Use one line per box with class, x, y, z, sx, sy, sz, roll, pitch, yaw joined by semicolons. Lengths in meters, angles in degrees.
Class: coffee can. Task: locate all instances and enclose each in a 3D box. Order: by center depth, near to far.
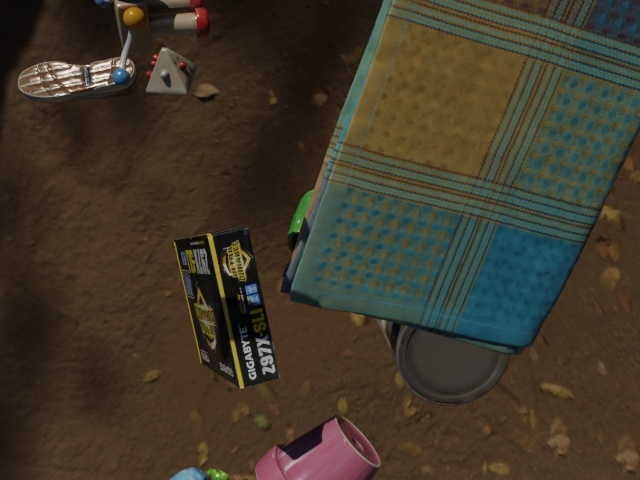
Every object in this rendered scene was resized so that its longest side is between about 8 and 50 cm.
coffee can;0.214;0.156;1.463;0.201;0.275;0.202;-2;106;-6

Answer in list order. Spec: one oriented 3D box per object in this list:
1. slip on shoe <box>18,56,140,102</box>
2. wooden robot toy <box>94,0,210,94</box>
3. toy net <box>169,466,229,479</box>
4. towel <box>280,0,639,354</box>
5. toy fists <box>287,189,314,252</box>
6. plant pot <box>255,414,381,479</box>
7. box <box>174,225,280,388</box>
slip on shoe;-0.277;-0.181;0.903;0.135;0.041;0.052;-11;70;-2
wooden robot toy;-0.123;-0.182;0.543;0.076;0.079;0.173;-16;55;-9
toy net;-0.114;0.396;1.119;0.232;0.122;0.045;24;83;36
towel;0.145;-0.080;0.713;0.271;0.040;0.370;15;110;-12
toy fists;0.000;0.000;1.774;0.096;0.279;0.142;4;55;15
plant pot;0.008;0.438;1.476;0.180;0.201;0.201;-44;84;6
box;-0.175;0.111;1.392;0.079;0.322;0.257;-11;93;-20
